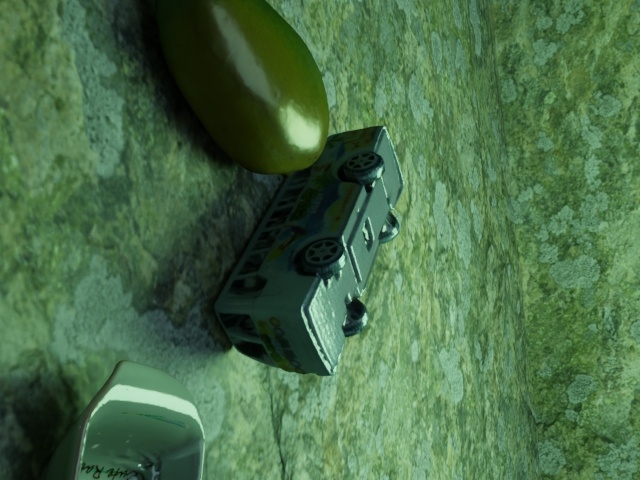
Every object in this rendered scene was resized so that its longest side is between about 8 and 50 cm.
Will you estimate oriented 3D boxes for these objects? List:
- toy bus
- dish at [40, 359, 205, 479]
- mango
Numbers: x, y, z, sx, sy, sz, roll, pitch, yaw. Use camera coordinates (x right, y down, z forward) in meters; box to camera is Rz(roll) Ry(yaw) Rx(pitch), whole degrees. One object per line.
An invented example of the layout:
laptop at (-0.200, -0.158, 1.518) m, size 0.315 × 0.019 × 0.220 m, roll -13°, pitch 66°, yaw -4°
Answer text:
toy bus at (0.000, 0.000, 0.845) m, size 0.330 × 0.135 × 0.109 m, roll -64°, pitch 143°, yaw -46°
dish at (-0.161, 0.211, 0.573) m, size 0.154 × 0.064 × 0.234 m, roll 37°, pitch 55°, yaw -57°
mango at (-0.073, -0.170, 0.750) m, size 0.251 × 0.114 × 0.157 m, roll 56°, pitch 47°, yaw -46°
